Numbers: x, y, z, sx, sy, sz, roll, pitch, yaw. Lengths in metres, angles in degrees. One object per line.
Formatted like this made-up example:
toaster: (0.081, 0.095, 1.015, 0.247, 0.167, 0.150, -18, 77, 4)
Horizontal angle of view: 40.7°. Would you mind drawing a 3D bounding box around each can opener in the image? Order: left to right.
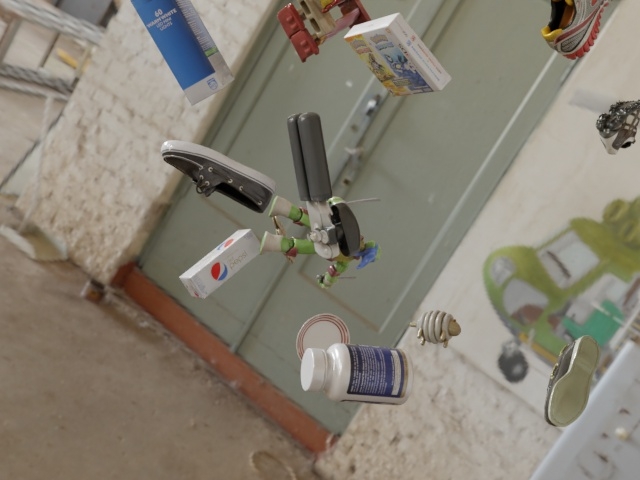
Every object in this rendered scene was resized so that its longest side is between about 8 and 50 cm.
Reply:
can opener: (0.001, -0.100, 1.595, 0.093, 0.280, 0.074, -23, 16, -34)

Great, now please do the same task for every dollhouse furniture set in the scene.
dollhouse furniture set: (0.051, -0.605, 2.235, 0.152, 0.201, 0.374, 59, -17, -11)

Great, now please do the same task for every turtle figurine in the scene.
turtle figurine: (0.000, 0.000, 2.014, 0.266, 0.198, 0.275, 16, 24, -7)

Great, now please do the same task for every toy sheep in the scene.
toy sheep: (0.276, 0.210, 2.079, 0.132, 0.091, 0.091, 5, 0, 25)

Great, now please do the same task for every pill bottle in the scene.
pill bottle: (0.058, 0.216, 1.403, 0.169, 0.094, 0.094, 7, 19, -18)

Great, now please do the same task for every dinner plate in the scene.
dinner plate: (0.005, 0.245, 2.083, 0.141, 0.141, 0.017, 26, -3, -23)

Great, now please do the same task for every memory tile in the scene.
memory tile: (-0.096, -0.002, 2.258, 0.148, 0.012, 0.113, 58, 14, -75)

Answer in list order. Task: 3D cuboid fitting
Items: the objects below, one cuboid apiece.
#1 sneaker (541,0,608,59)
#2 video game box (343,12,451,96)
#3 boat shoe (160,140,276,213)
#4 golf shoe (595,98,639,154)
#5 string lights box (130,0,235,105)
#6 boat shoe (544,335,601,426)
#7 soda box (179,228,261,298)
sneaker: (0.456, -0.432, 1.489, 0.092, 0.225, 0.088, 15, 9, -33)
video game box: (0.165, -0.400, 1.883, 0.187, 0.048, 0.205, 48, -15, -21)
boat shoe: (-0.197, -0.113, 1.618, 0.228, 0.076, 0.080, 24, -24, -17)
golf shoe: (0.689, -0.261, 1.965, 0.198, 0.094, 0.077, -32, 26, -36)
string lights box: (-0.266, -0.396, 1.634, 0.260, 0.076, 0.133, 60, 12, -14)
boat shoe: (0.520, 0.302, 1.812, 0.081, 0.228, 0.068, 41, -33, -6)
soda box: (-0.254, 0.058, 2.226, 0.074, 0.216, 0.069, -1, -56, 57)
